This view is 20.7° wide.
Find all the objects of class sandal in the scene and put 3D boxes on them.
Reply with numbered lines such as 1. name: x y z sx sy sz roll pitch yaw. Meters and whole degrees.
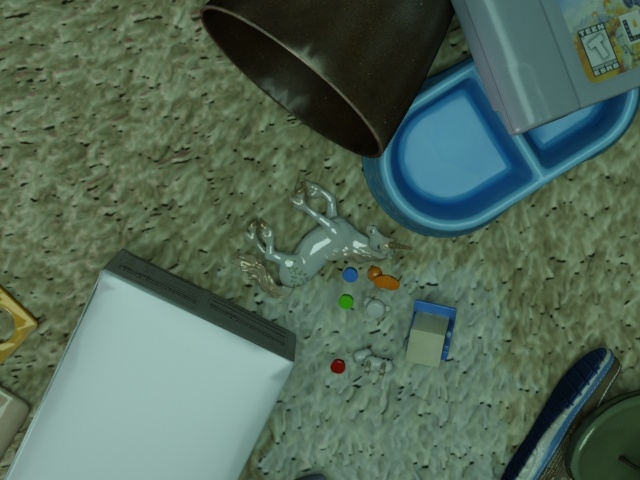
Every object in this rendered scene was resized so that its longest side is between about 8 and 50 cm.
1. sandal: 0.386 0.233 1.722 0.303 0.086 0.120 19 101 -13

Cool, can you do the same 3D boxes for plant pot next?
1. plant pot: 0.042 -0.233 1.638 0.215 0.215 0.230 39 81 -5

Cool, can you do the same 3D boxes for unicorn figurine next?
1. unicorn figurine: 0.000 0.000 1.732 0.162 0.060 0.111 -36 99 20

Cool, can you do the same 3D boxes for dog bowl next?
1. dog bowl: 0.180 -0.116 1.703 0.297 0.074 0.166 -32 97 5

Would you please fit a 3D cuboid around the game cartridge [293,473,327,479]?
1. game cartridge: -0.002 0.434 1.704 0.068 0.230 0.355 -17 99 31

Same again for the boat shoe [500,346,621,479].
1. boat shoe: 0.253 0.191 1.753 0.066 0.066 0.183 30 104 -11

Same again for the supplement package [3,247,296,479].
1. supplement package: -0.168 0.175 1.706 0.204 0.145 0.262 26 97 -3

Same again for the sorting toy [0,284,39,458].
1. sorting toy: -0.419 0.190 1.757 0.196 0.047 0.347 32 96 -4

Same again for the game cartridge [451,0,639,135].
1. game cartridge: 0.261 -0.232 1.624 0.297 0.062 0.198 -22 95 -27

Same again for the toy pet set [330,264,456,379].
1. toy pet set: 0.075 0.075 1.733 0.114 0.065 0.122 12 120 6
